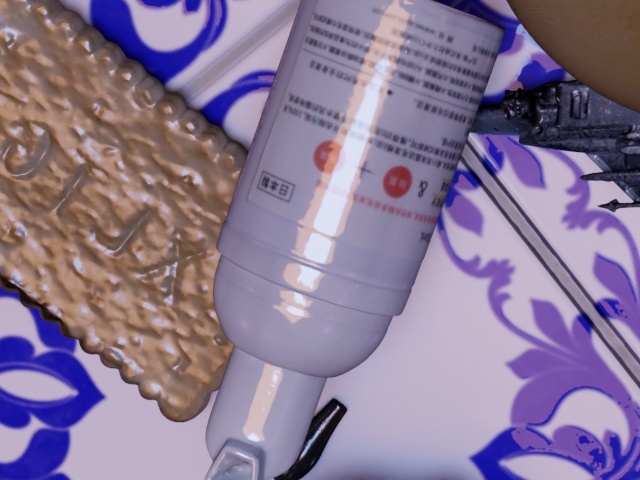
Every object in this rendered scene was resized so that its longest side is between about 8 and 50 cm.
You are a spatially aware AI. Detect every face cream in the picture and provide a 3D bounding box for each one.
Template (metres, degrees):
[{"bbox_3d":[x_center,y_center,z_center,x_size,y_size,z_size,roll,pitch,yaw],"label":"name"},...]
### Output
[{"bbox_3d":[0.000,0.000,1.394,0.145,0.145,0.370,22,97,5],"label":"face cream"}]

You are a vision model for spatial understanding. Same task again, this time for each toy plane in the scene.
[{"bbox_3d":[0.190,-0.093,1.400,0.246,0.078,0.169,1,78,15],"label":"toy plane"}]

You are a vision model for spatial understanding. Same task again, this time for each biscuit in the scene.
[{"bbox_3d":[-0.166,-0.029,1.504,0.325,0.044,0.217,37,106,-3],"label":"biscuit"}]

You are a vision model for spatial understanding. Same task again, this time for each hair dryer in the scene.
[{"bbox_3d":[-0.030,0.140,1.538,0.083,0.031,0.079,38,98,8],"label":"hair dryer"}]

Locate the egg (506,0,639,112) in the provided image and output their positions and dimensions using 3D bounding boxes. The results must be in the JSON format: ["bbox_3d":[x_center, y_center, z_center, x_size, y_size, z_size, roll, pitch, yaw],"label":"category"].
[{"bbox_3d":[0.252,-0.215,1.212,0.301,0.374,0.301,1,89,-30],"label":"egg"}]

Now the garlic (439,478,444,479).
[{"bbox_3d":[0.039,0.332,1.482,0.321,0.241,0.322,-4,113,-8],"label":"garlic"}]
